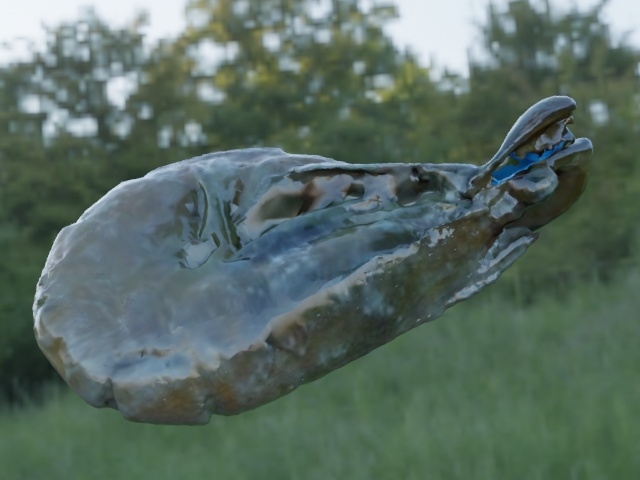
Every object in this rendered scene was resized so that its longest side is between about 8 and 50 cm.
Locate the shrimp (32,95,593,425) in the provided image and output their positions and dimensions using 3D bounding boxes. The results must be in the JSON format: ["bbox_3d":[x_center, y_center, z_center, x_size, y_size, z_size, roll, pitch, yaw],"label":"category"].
[{"bbox_3d":[0.000,0.000,1.203,0.445,0.221,0.110,-19,-34,-12],"label":"shrimp"}]
